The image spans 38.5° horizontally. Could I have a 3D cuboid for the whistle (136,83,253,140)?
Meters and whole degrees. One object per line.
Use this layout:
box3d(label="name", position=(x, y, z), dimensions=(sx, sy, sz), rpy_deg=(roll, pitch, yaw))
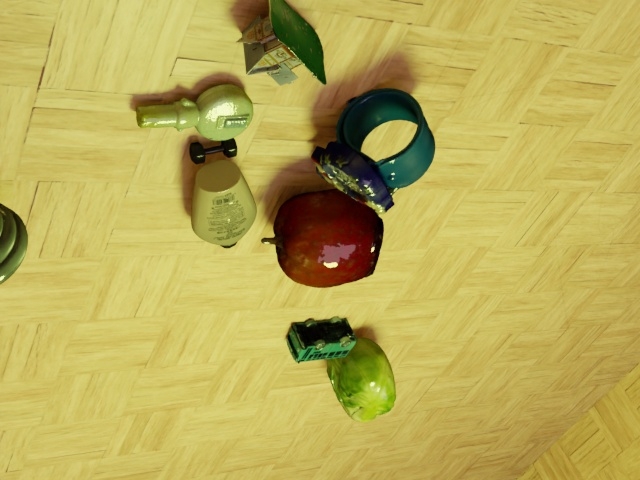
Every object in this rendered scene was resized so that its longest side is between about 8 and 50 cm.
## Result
box3d(label="whistle", position=(-0.204, -0.206, 1.515), dimensions=(0.198, 0.057, 0.104), rpy_deg=(-8, 142, -27))

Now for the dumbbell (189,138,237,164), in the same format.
box3d(label="dumbbell", position=(-0.187, -0.159, 1.608), dimensions=(0.083, 0.036, 0.040), rpy_deg=(-14, 144, -19))

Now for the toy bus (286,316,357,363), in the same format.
box3d(label="toy bus", position=(-0.002, 0.246, 2.239), dimensions=(0.160, 0.079, 0.091), rpy_deg=(-2, 140, -34))

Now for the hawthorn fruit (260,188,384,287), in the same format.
box3d(label="hawthorn fruit", position=(0.000, 0.000, 1.801), dimensions=(0.250, 0.215, 0.215), rpy_deg=(-10, 143, -26))

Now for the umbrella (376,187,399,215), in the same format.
box3d(label="umbrella", position=(0.141, -0.087, 1.922), dimensions=(0.269, 0.044, 0.044), rpy_deg=(-43, 173, 24))

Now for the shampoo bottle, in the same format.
box3d(label="shampoo bottle", position=(-0.180, -0.056, 1.700), dimensions=(0.127, 0.078, 0.257), rpy_deg=(-20, 155, -12))

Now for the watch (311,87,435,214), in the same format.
box3d(label="watch", position=(0.103, -0.173, 1.672), dimensions=(0.200, 0.196, 0.171), rpy_deg=(-48, 156, -5))

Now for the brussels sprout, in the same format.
box3d(label="brussels sprout", position=(0.114, 0.352, 2.350), dimensions=(0.161, 0.223, 0.223), rpy_deg=(-28, 150, -27))

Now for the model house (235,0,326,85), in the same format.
box3d(label="model house", position=(-0.071, -0.306, 1.442), dimensions=(0.088, 0.117, 0.167), rpy_deg=(-22, 151, 23))

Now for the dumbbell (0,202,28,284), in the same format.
box3d(label="dumbbell", position=(-0.564, -0.069, 1.354), dimensions=(0.179, 0.179, 0.406), rpy_deg=(-20, 146, -9))
